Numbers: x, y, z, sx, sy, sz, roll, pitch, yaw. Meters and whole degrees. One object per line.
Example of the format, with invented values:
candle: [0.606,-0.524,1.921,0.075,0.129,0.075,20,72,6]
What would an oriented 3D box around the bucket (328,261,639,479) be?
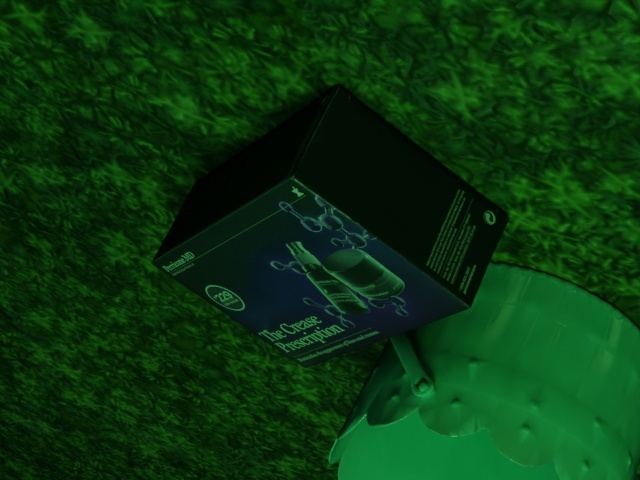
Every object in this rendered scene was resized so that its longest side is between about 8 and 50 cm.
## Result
bucket: [0.159,0.161,1.201,0.281,0.183,0.281,19,150,12]

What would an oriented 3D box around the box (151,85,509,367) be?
box: [0.000,0.000,1.151,0.184,0.103,0.261,38,149,-16]
